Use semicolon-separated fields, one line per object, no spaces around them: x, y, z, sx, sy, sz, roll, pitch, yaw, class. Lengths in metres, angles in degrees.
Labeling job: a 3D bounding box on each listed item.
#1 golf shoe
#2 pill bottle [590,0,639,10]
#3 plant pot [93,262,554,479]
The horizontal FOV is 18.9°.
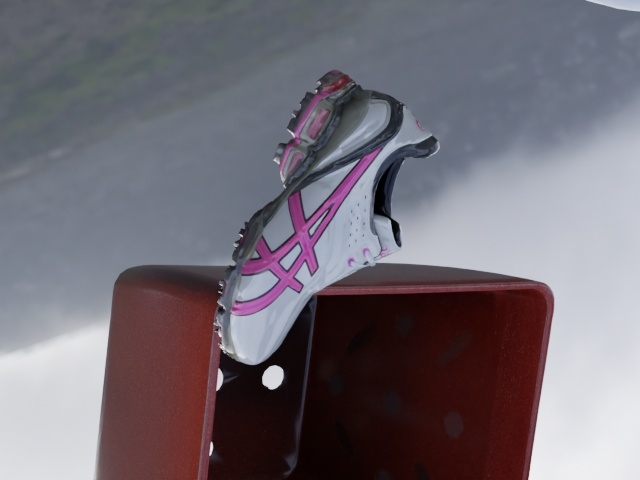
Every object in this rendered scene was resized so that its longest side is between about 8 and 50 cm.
0.000;0.000;1.106;0.086;0.186;0.067;29;-158;10;golf shoe
0.156;-0.192;0.670;0.176;0.176;0.318;-11;-160;31;pill bottle
-0.025;0.133;1.365;0.267;0.267;0.236;0;-167;-32;plant pot
